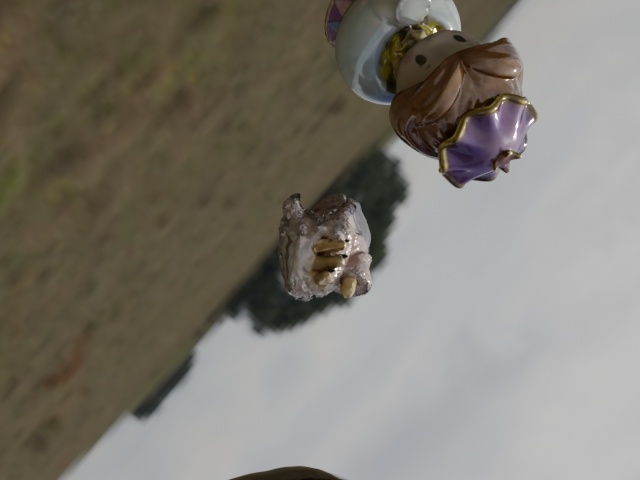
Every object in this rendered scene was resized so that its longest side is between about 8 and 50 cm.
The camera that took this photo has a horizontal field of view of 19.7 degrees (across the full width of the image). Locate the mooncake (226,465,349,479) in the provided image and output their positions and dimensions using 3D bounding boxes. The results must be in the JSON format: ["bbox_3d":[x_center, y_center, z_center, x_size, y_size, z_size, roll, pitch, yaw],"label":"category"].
[{"bbox_3d":[-0.011,0.358,1.626,0.174,0.334,0.326,-16,162,-25],"label":"mooncake"}]

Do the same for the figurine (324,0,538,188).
[{"bbox_3d":[0.111,-0.162,1.809,0.142,0.263,0.189,-32,137,-10],"label":"figurine"}]

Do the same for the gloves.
[{"bbox_3d":[0.003,0.007,1.872,0.094,0.110,0.144,-9,178,20],"label":"gloves"}]
